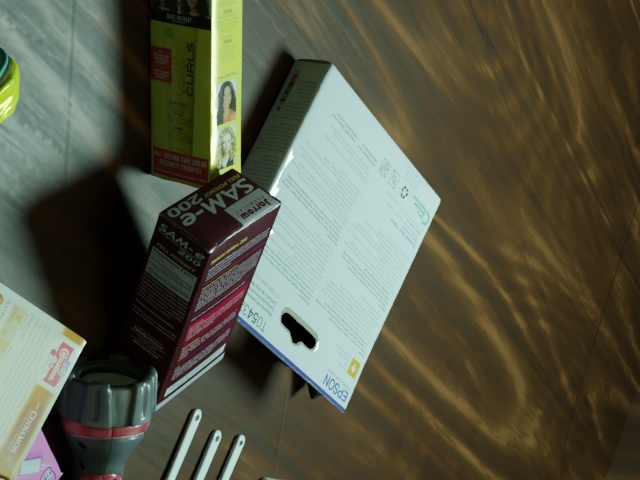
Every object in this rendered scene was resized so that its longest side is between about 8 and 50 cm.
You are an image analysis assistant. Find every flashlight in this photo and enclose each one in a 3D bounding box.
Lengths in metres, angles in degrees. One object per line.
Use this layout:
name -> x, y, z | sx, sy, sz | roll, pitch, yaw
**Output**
flashlight -> -0.230, 0.275, 1.435 | 0.103, 0.103, 0.304 | -15, 115, -58

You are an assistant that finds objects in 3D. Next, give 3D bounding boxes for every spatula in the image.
spatula -> -0.164, 0.330, 1.660 | 0.168, 0.019, 0.242 | 45, 64, -56

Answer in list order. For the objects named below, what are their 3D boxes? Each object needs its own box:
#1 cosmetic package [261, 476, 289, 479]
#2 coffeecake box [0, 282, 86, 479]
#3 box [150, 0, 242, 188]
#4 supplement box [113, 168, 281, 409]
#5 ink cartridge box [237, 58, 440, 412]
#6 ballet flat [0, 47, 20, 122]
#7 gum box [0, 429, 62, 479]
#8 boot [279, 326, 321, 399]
cosmetic package -> 0.004, 0.416, 1.852 | 0.184, 0.151, 0.151 | 26, 81, -60
coffeecake box -> -0.316, 0.101, 1.185 | 0.185, 0.068, 0.142 | 41, 65, -36
box -> -0.129, -0.175, 1.428 | 0.058, 0.087, 0.232 | -28, 127, -51
supplement box -> -0.134, 0.053, 1.446 | 0.130, 0.073, 0.239 | -37, 157, -49
ink cartridge box -> 0.000, 0.000, 1.714 | 0.324, 0.071, 0.330 | 47, 63, -48
ballet flat -> -0.326, -0.071, 1.151 | 0.231, 0.077, 0.077 | -55, 161, -35
gum box -> -0.329, 0.236, 1.286 | 0.188, 0.062, 0.107 | -51, 143, -36
boot -> -0.011, 0.164, 1.822 | 0.121, 0.045, 0.099 | -46, 136, -52
